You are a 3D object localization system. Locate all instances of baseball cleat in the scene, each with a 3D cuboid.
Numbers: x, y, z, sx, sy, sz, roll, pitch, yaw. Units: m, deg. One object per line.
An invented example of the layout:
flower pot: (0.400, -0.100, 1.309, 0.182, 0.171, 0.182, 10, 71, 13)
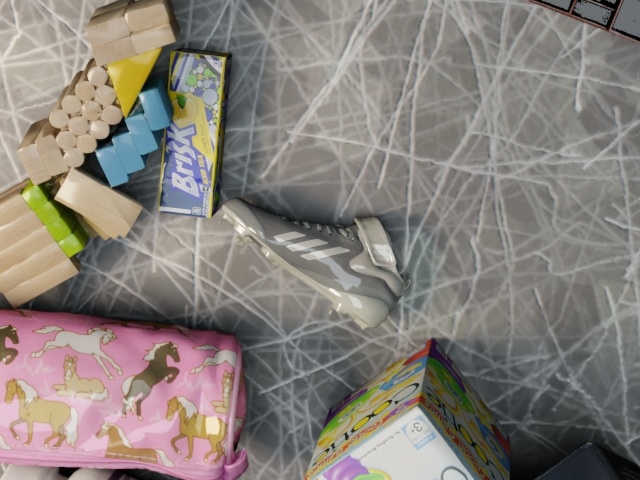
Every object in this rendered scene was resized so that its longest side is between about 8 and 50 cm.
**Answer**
baseball cleat: (0.000, 0.000, 1.811, 0.206, 0.072, 0.109, 38, 88, -6)

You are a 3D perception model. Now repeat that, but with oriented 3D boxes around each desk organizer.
desk organizer: (0.274, -0.236, 1.738, 0.130, 0.050, 0.047, 21, 102, 2)

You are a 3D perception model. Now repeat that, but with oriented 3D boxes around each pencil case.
pencil case: (-0.262, 0.158, 1.779, 0.386, 0.160, 0.167, 4, 99, -8)

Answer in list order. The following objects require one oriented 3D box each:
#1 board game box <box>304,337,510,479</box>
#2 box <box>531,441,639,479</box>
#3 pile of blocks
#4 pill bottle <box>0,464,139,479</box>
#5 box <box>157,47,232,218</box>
board game box: (0.090, 0.219, 1.725, 0.144, 0.275, 0.142, -36, 95, 10)
box: (0.275, 0.445, 1.704, 0.293, 0.212, 0.395, -36, 66, 11)
pile of blocks: (-0.231, -0.099, 1.793, 0.149, 0.112, 0.362, 32, 110, -11)
pill bottle: (-0.205, 0.337, 1.832, 0.301, 0.169, 0.169, 25, 102, 1)
box: (-0.129, -0.111, 1.802, 0.059, 0.054, 0.169, 7, 100, 5)
